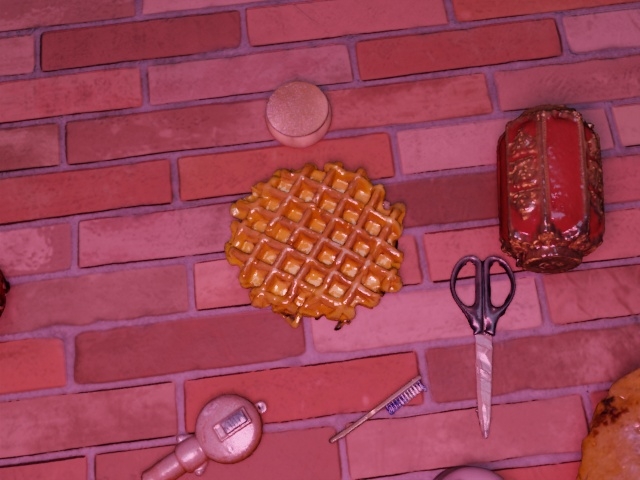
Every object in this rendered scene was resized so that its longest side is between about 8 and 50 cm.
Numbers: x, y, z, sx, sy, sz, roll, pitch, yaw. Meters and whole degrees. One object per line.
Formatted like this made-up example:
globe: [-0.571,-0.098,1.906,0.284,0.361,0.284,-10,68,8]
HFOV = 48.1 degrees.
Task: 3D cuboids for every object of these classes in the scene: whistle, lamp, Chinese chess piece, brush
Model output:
whistle: [-0.179,0.316,1.117,0.220,0.057,0.107,-32,75,-7]
lamp: [0.375,-0.086,1.178,0.177,0.177,0.274,5,71,3]
Chinese chess piece: [-0.040,-0.227,1.296,0.122,0.051,0.122,-1,71,3]
brush: [0.092,0.274,1.137,0.178,0.033,0.030,-34,88,-9]

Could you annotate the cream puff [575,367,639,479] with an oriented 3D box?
cream puff: [0.549,0.342,1.007,0.324,0.257,0.291,-35,31,26]

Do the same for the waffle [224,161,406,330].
waffle: [-0.011,0.002,1.214,0.329,0.062,0.329,0,72,1]

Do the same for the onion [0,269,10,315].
onion: [-0.606,0.095,1.155,0.183,0.147,0.184,-6,69,15]

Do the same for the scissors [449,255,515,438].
scissors: [0.267,0.169,1.173,0.109,0.022,0.300,1,73,6]

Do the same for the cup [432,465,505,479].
cup: [0.202,0.399,1.035,0.173,0.142,0.134,-12,72,-2]
